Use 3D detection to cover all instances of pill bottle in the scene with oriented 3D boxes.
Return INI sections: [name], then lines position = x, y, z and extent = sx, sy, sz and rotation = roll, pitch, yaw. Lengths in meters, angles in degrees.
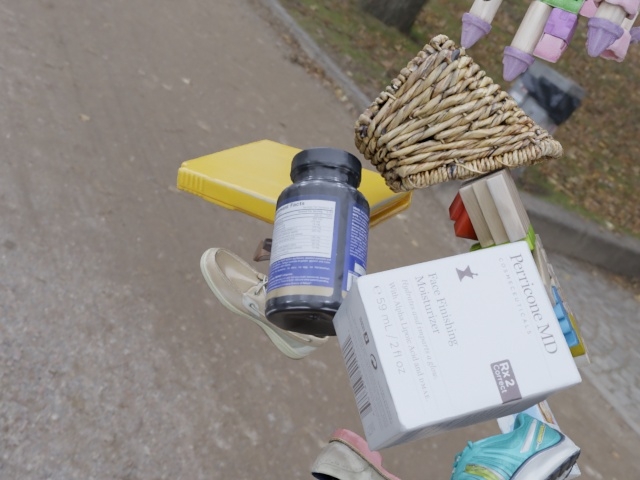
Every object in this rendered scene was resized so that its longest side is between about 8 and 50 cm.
[pill bottle]
position = 0.000, 0.000, 1.000
extent = 0.122, 0.122, 0.219
rotation = 21, 63, -33

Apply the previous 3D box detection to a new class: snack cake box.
[snack cake box]
position = 0.423, 0.369, 1.624
extent = 0.152, 0.089, 0.265
rotation = 29, 36, -57

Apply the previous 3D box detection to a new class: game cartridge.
[game cartridge]
position = -0.043, -0.090, 1.351
extent = 0.323, 0.053, 0.285
rotation = 19, 24, 26

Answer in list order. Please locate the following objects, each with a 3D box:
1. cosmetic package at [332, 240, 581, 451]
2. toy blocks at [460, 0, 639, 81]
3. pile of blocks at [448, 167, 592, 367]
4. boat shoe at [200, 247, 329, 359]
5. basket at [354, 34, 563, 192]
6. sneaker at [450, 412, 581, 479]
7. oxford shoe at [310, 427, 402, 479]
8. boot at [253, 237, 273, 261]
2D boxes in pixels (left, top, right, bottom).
[cosmetic package]
position = 0.127, 0.110, 0.801
extent = 0.183, 0.151, 0.151
rotation = -13, 71, -13
[toy blocks]
position = 0.384, -0.369, 1.308
extent = 0.288, 0.260, 0.309
rotation = 28, 9, 21
[pile of blocks]
position = 0.256, 0.068, 1.061
extent = 0.362, 0.112, 0.149
rotation = 58, 23, -26
[boat shoe]
position = -0.108, 0.114, 1.589
extent = 0.302, 0.098, 0.109
rotation = 45, 40, -13
[basket]
position = 0.198, -0.132, 1.151
extent = 0.223, 0.213, 0.299
rotation = 46, 16, 8
[sneaker]
position = 0.207, 0.315, 1.007
extent = 0.275, 0.107, 0.110
rotation = -25, 47, -31
[oxford shoe]
position = 0.126, 0.542, 1.592
extent = 0.348, 0.123, 0.130
rotation = 39, 53, 11
[boot]
position = -0.071, 0.025, 1.470
extent = 0.086, 0.042, 0.118
rotation = 16, -17, -14
